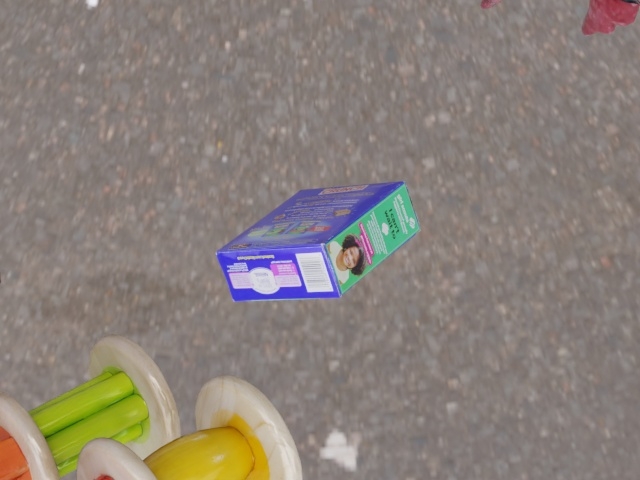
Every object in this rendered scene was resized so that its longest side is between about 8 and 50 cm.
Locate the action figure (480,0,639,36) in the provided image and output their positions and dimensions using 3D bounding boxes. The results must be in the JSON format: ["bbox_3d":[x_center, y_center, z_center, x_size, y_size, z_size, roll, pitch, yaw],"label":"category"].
[{"bbox_3d":[0.170,-0.150,0.400,0.275,0.248,0.370,54,148,12],"label":"action figure"}]

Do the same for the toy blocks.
[{"bbox_3d":[-0.099,0.088,0.477,0.148,0.123,0.054,-25,114,-36],"label":"toy blocks"}]

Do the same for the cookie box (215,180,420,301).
[{"bbox_3d":[0.000,0.000,0.976,0.092,0.107,0.040,-4,112,37],"label":"cookie box"}]
